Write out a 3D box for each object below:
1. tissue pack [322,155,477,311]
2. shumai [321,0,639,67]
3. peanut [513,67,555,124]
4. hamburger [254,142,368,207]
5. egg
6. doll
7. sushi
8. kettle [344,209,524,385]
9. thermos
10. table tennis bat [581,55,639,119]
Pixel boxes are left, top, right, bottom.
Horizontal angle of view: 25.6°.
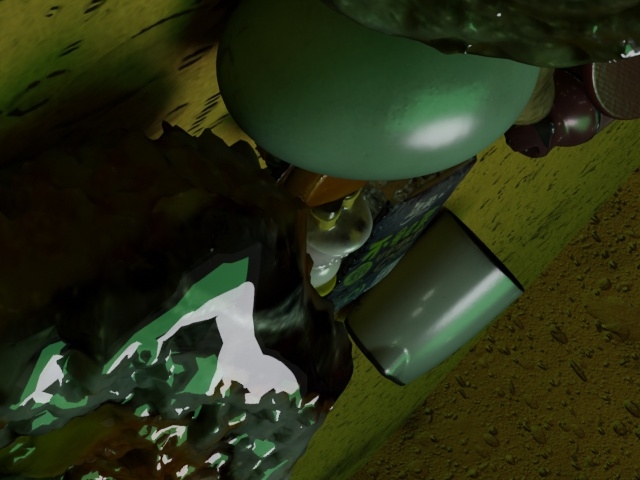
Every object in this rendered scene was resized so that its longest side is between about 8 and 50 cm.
[{"bbox_3d":[0.062,-0.016,1.603,0.173,0.073,0.235,-31,162,-43],"label":"tissue pack"},{"bbox_3d":[0.112,-0.257,0.660,0.304,0.309,0.263,-56,-172,49],"label":"shumai"},{"bbox_3d":[0.209,-0.178,1.490,0.099,0.099,0.214,-42,169,-6],"label":"peanut"},{"bbox_3d":[0.013,-0.100,1.157,0.137,0.087,0.166,-49,167,20],"label":"hamburger"},{"bbox_3d":[0.041,-0.124,0.955,0.231,0.168,0.168,-9,153,-21],"label":"egg"},{"bbox_3d":[0.000,0.000,1.456,0.129,0.081,0.207,-51,175,-28],"label":"doll"},{"bbox_3d":[-0.175,0.110,0.958,0.417,0.176,0.417,-21,145,-16],"label":"sushi"},{"bbox_3d":[0.152,0.085,2.063,0.236,0.161,0.221,-44,-162,7],"label":"kettle"},{"bbox_3d":[0.342,-0.206,1.804,0.330,0.136,0.109,-35,132,-31],"label":"thermos"},{"bbox_3d":[0.420,-0.286,1.689,0.200,0.038,0.310,20,101,-42],"label":"table tennis bat"}]
